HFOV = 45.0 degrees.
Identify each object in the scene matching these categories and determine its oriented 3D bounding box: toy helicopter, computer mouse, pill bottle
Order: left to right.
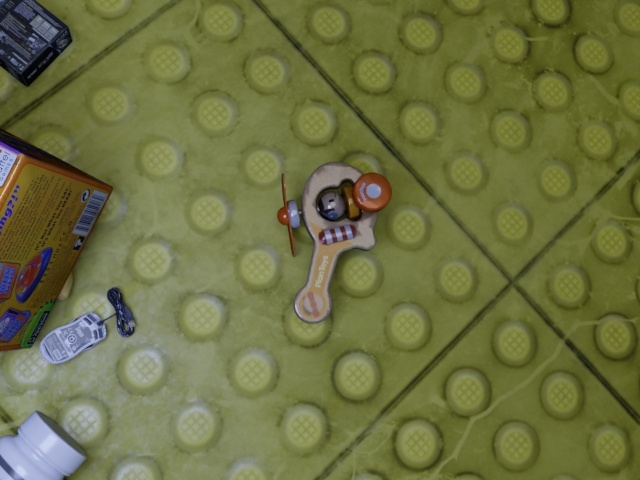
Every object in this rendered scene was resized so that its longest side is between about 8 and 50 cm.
[{"bbox_3d":[-0.584,0.469,1.437,0.161,0.161,0.283,43,75,0],"label":"pill bottle"},{"bbox_3d":[-0.479,0.183,1.575,0.193,0.042,0.106,-28,90,-20],"label":"computer mouse"},{"bbox_3d":[0.000,0.000,1.654,0.234,0.140,0.355,15,79,-5],"label":"toy helicopter"}]

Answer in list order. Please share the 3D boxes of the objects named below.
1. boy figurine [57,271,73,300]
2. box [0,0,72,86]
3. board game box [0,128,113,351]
[{"bbox_3d":[-0.583,-0.009,1.567,0.177,0.092,0.285,-18,80,-16],"label":"boy figurine"},{"bbox_3d":[-0.650,-0.446,1.643,0.180,0.077,0.147,38,75,-2],"label":"box"},{"bbox_3d":[-0.656,-0.038,1.351,0.356,0.356,0.357,27,89,8],"label":"board game box"}]
